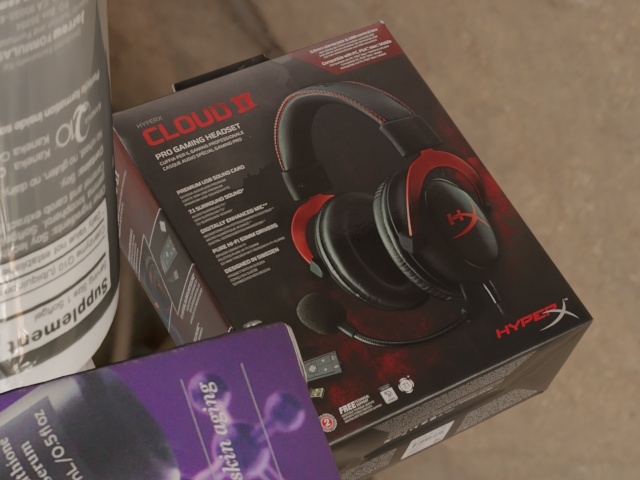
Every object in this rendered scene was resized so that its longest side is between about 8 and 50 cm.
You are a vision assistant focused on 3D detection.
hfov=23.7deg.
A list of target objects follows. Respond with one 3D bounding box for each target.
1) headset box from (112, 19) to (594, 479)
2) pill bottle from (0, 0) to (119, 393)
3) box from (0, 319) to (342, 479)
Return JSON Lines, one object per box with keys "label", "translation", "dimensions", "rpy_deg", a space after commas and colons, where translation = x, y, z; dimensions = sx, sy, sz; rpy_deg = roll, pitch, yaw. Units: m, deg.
{"label": "headset box", "translation": [0.000, 0.000, 1.004], "dimensions": [0.293, 0.218, 0.110], "rpy_deg": [58, 154, 23]}
{"label": "pill bottle", "translation": [-0.211, -0.034, 0.790], "dimensions": [0.210, 0.210, 0.363], "rpy_deg": [20, 127, 25]}
{"label": "box", "translation": [-0.090, 0.127, 0.410], "dimensions": [0.108, 0.207, 0.153], "rpy_deg": [-40, 68, 58]}
